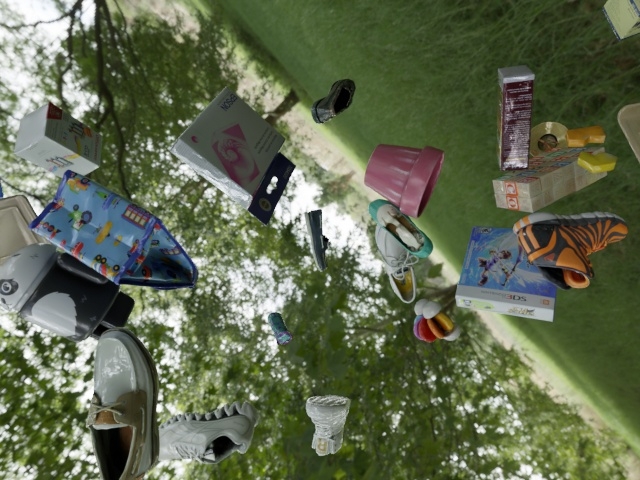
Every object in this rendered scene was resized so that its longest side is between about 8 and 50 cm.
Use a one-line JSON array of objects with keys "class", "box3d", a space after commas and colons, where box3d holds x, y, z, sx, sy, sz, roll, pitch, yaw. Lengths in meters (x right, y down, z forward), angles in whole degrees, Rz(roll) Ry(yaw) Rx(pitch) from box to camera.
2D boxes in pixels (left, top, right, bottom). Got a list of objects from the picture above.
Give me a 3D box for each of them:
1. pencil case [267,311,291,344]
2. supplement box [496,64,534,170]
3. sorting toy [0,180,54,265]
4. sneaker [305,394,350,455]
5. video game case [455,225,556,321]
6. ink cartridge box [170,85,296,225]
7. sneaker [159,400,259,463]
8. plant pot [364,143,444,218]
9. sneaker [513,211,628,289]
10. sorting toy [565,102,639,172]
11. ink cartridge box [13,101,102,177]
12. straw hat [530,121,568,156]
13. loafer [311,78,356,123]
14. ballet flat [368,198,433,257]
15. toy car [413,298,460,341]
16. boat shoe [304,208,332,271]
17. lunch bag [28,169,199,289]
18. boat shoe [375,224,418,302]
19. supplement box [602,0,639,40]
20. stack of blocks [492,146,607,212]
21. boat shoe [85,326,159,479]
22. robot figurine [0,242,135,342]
[{"class": "pencil case", "box3d": [-0.166, 0.350, 1.743, 0.151, 0.064, 0.070, 52, 165, 57]}, {"class": "supplement box", "box3d": [0.500, -0.315, 1.128, 0.130, 0.073, 0.239, -65, -32, -56]}, {"class": "sorting toy", "box3d": [-0.786, -0.021, 1.066, 0.047, 0.196, 0.347, -124, 24, -44]}, {"class": "sneaker", "box3d": [0.021, 0.551, 1.281, 0.108, 0.169, 0.292, 6, 164, 21]}, {"class": "video game case", "box3d": [0.533, 0.081, 1.226, 0.244, 0.269, 0.061, 6, 142, 28]}, {"class": "ink cartridge box", "box3d": [-0.218, -0.255, 1.272, 0.330, 0.071, 0.324, 38, -139, -19]}, {"class": "sneaker", "box3d": [-0.296, 0.489, 1.064, 0.118, 0.292, 0.110, -94, -17, -61]}, {"class": "plant pot", "box3d": [0.231, -0.187, 1.240, 0.180, 0.201, 0.201, 24, -177, 17]}, {"class": "sneaker", "box3d": [0.633, 0.032, 1.067, 0.124, 0.321, 0.180, 112, 153, -59]}, {"class": "sorting toy", "box3d": [0.622, -0.174, 0.767, 0.041, 0.307, 0.229, 62, -152, -49]}, {"class": "ink cartridge box", "box3d": [-0.748, -0.278, 1.256, 0.176, 0.127, 0.128, 39, -145, -57]}, {"class": "straw hat", "box3d": [0.779, -0.329, 1.496, 0.144, 0.144, 0.061, 54, -171, 29]}, {"class": "loafer", "box3d": [0.067, -0.464, 1.444, 0.267, 0.084, 0.096, -54, -50, -40]}, {"class": "ballet flat", "box3d": [0.230, -0.046, 1.278, 0.247, 0.083, 0.087, 45, -169, 22]}, {"class": "toy car", "box3d": [0.406, 0.309, 1.593, 0.159, 0.136, 0.182, 47, 173, -5]}, {"class": "boat shoe", "box3d": [0.000, 0.000, 1.657, 0.095, 0.079, 0.254, -99, -5, -71]}, {"class": "lunch bag", "box3d": [-0.385, 0.006, 0.905, 0.221, 0.138, 0.293, 27, 170, 14]}, {"class": "boat shoe", "box3d": [0.303, 0.092, 1.673, 0.156, 0.136, 0.367, -103, -2, -62]}, {"class": "supplement box", "box3d": [0.612, -0.457, 0.848, 0.083, 0.056, 0.083, 44, -153, -77]}, {"class": "stack of blocks", "box3d": [0.651, -0.184, 1.271, 0.171, 0.297, 0.087, 24, 135, 65]}, {"class": "boat shoe", "box3d": [-0.377, 0.321, 0.827, 0.103, 0.113, 0.302, -41, -58, -80]}, {"class": "robot figurine", "box3d": [-0.575, 0.125, 0.987, 0.278, 0.209, 0.173, 37, 172, -25]}]
